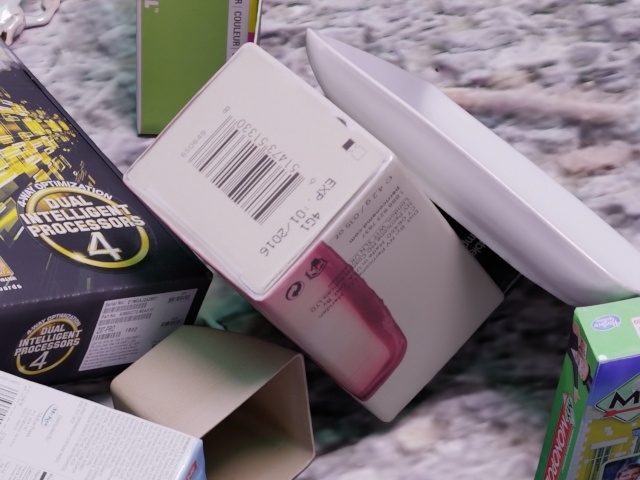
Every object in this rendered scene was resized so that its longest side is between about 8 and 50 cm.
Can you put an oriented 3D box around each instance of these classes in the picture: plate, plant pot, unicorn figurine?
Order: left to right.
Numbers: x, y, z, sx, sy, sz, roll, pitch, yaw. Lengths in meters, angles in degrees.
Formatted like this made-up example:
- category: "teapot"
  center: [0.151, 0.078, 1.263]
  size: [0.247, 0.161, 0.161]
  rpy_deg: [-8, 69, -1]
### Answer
- category: "unicorn figurine"
  center: [-0.265, -0.195, 1.585]
  size: [0.162, 0.060, 0.111]
  rpy_deg: [21, 50, 33]
- category: "plant pot"
  center: [-0.079, 0.121, 1.305]
  size: [0.096, 0.109, 0.109]
  rpy_deg: [29, 53, 32]
- category: "plate"
  center: [0.125, -0.031, 1.348]
  size: [0.278, 0.277, 0.045]
  rpy_deg: [40, 100, 18]

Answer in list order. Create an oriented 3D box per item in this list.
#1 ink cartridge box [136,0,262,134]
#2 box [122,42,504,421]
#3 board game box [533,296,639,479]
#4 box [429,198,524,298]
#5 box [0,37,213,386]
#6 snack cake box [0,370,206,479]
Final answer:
- category: "ink cartridge box"
  center: [-0.092, -0.138, 1.458]
  size: [0.097, 0.188, 0.255]
  rpy_deg: [4, 50, -2]
- category: "box"
  center: [0.000, 0.000, 1.298]
  size: [0.127, 0.232, 0.148]
  rpy_deg: [-48, 57, -4]
- category: "board game box"
  center: [0.304, 0.097, 1.276]
  size: [0.317, 0.213, 0.046]
  rpy_deg: [-10, 52, -12]
- category: "box"
  center: [0.083, -0.012, 1.470]
  size: [0.162, 0.029, 0.116]
  rpy_deg: [32, 55, 18]
- category: "box"
  center: [-0.316, -0.019, 1.304]
  size: [0.395, 0.097, 0.318]
  rpy_deg: [-7, 41, -43]
- category: "snack cake box"
  center: [-0.185, 0.221, 1.153]
  size: [0.152, 0.089, 0.264]
  rpy_deg: [18, 58, 12]
